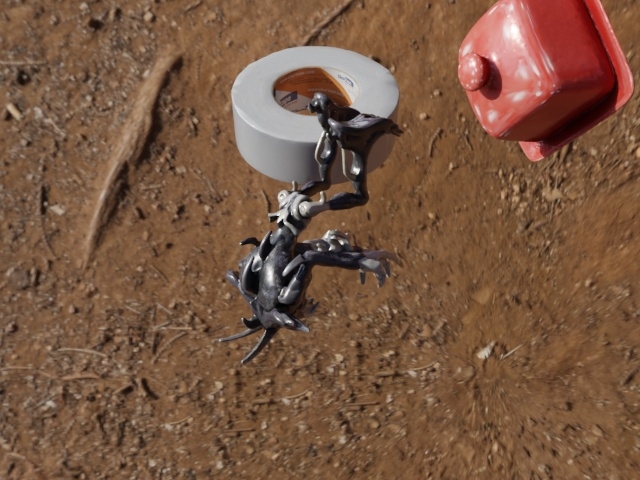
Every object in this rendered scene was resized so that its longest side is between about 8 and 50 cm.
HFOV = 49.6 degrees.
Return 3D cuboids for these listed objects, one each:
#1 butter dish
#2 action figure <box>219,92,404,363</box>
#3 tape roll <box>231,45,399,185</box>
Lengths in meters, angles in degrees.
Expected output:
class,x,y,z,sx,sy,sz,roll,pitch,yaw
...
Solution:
class,x,y,z,sx,sy,sz,roll,pitch,yaw
butter dish,0.183,-0.163,0.651,0.118,0.160,0.160,-14,78,-24
action figure,0.000,0.000,0.712,0.164,0.141,0.276,33,102,56
tape roll,-0.006,-0.170,0.917,0.219,0.072,0.219,0,47,-1
